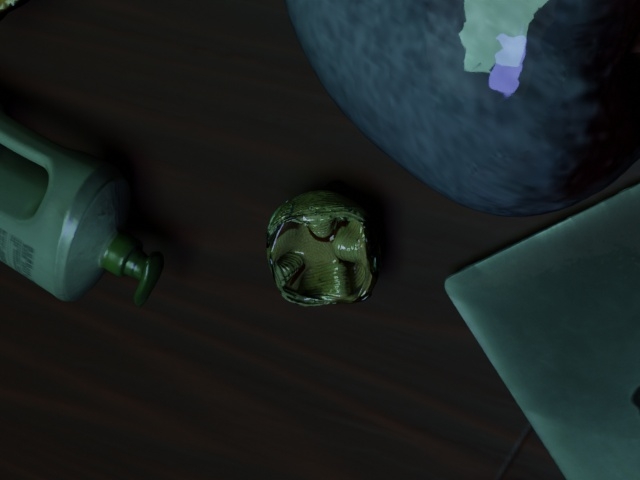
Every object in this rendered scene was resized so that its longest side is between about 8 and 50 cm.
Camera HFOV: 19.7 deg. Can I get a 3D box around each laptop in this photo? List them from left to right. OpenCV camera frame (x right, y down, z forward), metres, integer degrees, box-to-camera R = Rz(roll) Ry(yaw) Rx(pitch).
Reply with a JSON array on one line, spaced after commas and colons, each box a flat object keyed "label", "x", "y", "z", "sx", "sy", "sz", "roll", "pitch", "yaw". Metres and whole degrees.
[{"label": "laptop", "x": 0.219, "y": 0.102, "z": 1.201, "sx": 0.187, "sy": 0.015, "sz": 0.269, "roll": -28, "pitch": 97, "yaw": 38}]

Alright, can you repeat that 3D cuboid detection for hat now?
[{"label": "hat", "x": 0.001, "y": 0.000, "z": 1.255, "sx": 0.076, "sy": 0.059, "sz": 0.077, "roll": -8, "pitch": 125, "yaw": -2}]

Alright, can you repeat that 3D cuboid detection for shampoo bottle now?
[{"label": "shampoo bottle", "x": -0.214, "y": -0.031, "z": 1.352, "sx": 0.234, "sy": 0.087, "sz": 0.118, "roll": 30, "pitch": 128, "yaw": 15}]

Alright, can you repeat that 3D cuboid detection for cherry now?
[{"label": "cherry", "x": 0.104, "y": -0.148, "z": 1.017, "sx": 0.296, "sy": 0.218, "sz": 0.255, "roll": 32, "pitch": 131, "yaw": 30}]

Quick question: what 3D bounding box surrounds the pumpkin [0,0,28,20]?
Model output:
[{"label": "pumpkin", "x": -0.182, "y": -0.235, "z": 1.230, "sx": 0.163, "sy": 0.111, "sz": 0.278, "roll": 13, "pitch": 120, "yaw": 7}]
